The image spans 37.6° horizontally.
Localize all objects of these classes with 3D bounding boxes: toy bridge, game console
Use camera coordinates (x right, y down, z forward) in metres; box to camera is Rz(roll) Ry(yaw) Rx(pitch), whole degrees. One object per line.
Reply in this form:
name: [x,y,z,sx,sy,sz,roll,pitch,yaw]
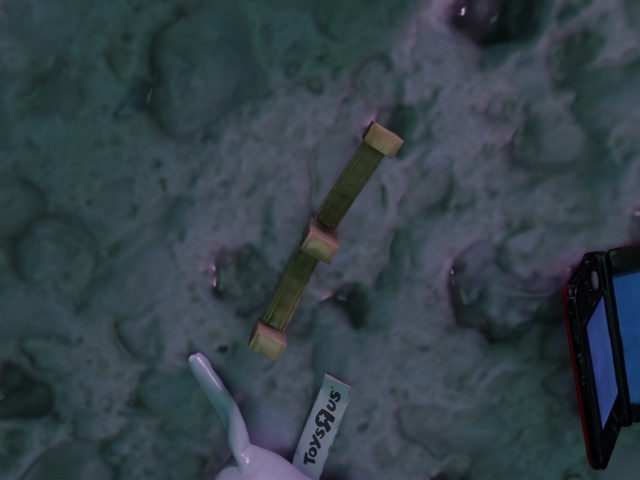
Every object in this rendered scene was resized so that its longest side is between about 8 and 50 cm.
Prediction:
toy bridge: [0.000,0.000,0.678,0.026,0.063,0.188,28,101,-6]
game console: [0.240,0.080,0.690,0.085,0.124,0.144,-5,105,29]

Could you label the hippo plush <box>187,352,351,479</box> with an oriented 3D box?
hippo plush: [-0.013,0.272,0.656,0.234,0.236,0.294,10,104,-2]
